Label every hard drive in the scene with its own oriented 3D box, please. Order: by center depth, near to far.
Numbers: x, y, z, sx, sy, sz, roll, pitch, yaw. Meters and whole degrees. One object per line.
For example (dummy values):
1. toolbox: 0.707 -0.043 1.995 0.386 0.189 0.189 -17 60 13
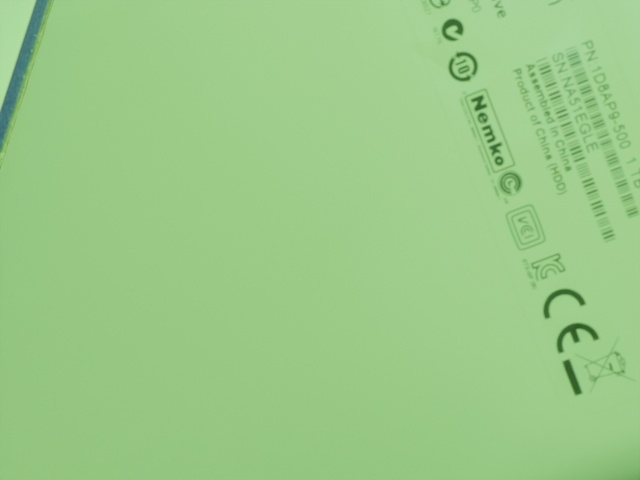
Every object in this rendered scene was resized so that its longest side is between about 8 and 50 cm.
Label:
1. hard drive: 0.000 0.000 0.470 0.353 0.047 0.233 -21 92 7

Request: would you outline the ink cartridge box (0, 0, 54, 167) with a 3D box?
1. ink cartridge box: -0.210 -0.059 0.430 0.224 0.045 0.223 19 81 -14
